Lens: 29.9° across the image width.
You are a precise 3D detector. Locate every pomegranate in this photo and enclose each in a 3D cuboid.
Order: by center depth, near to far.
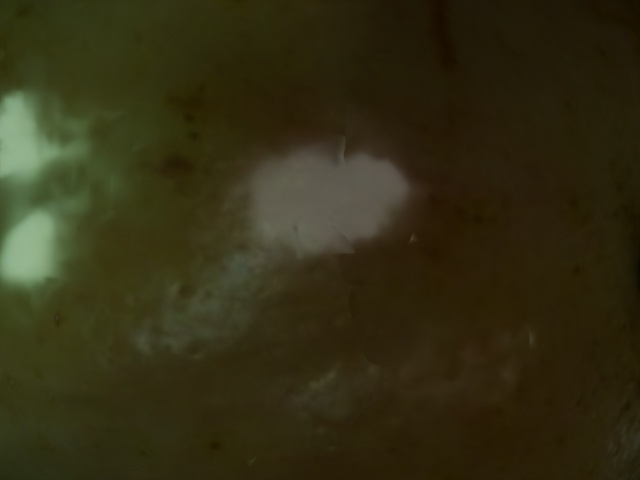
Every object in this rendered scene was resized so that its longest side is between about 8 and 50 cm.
[{"bbox_3d":[0.000,0.000,0.577,0.412,0.411,0.411,0,91,-10],"label":"pomegranate"}]
